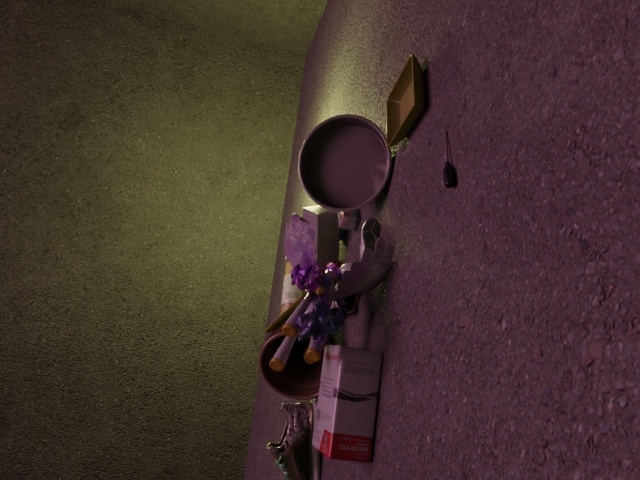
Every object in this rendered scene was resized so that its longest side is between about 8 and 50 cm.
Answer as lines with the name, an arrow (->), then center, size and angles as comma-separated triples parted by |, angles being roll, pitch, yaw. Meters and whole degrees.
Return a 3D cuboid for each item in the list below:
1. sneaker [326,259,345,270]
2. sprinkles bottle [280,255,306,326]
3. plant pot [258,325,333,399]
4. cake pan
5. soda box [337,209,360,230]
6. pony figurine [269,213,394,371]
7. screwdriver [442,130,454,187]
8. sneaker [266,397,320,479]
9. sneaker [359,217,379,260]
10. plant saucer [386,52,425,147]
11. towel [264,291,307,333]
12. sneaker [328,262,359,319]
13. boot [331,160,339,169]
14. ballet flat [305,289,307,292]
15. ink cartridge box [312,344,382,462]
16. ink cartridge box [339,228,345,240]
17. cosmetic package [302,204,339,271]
sneaker -> 0.054, 0.111, 1.819 | 0.118, 0.067, 0.042 | -97, 20, -54
sprinkles bottle -> -0.114, 0.217, 2.388 | 0.121, 0.121, 0.355 | 124, 153, -63
plant pot -> -0.056, 0.371, 1.790 | 0.229, 0.263, 0.263 | -61, -13, -68
cake pan -> 0.076, -0.230, 1.580 | 0.054, 0.293, 0.293 | 5, -84, -69
soda box -> 0.094, -0.115, 1.828 | 0.183, 0.063, 0.058 | -93, 19, -49
pony figurine -> -0.001, 0.139, 1.401 | 0.351, 0.302, 0.363 | 110, -176, -48
screwdriver -> 0.277, -0.179, 1.143 | 0.025, 0.024, 0.170 | 71, -159, -46
sneaker -> -0.096, 0.720, 1.734 | 0.158, 0.182, 0.410 | 141, 137, -72
sneaker -> 0.138, 0.007, 1.548 | 0.061, 0.053, 0.152 | 158, 120, -79
plant saucer -> 0.235, -0.375, 1.429 | 0.188, 0.045, 0.188 | 120, 156, -59
towel -> -0.079, 0.224, 1.729 | 0.237, 0.021, 0.102 | -42, -15, 7
sneaker -> 0.049, 0.205, 1.667 | 0.123, 0.106, 0.290 | -88, 16, -45
boot -> 0.085, -0.196, 1.717 | 0.197, 0.152, 0.073 | 119, 158, -56
ballet flat -> -0.015, 0.221, 2.040 | 0.232, 0.080, 0.073 | -117, 23, -73
ink cartridge box -> 0.067, 0.420, 1.384 | 0.197, 0.114, 0.273 | 141, 138, -73
ink cartridge box -> 0.065, -0.103, 1.999 | 0.207, 0.046, 0.097 | -95, 18, -49
cosmetic package -> 0.000, 0.000, 1.912 | 0.127, 0.107, 0.238 | 31, 126, 56
